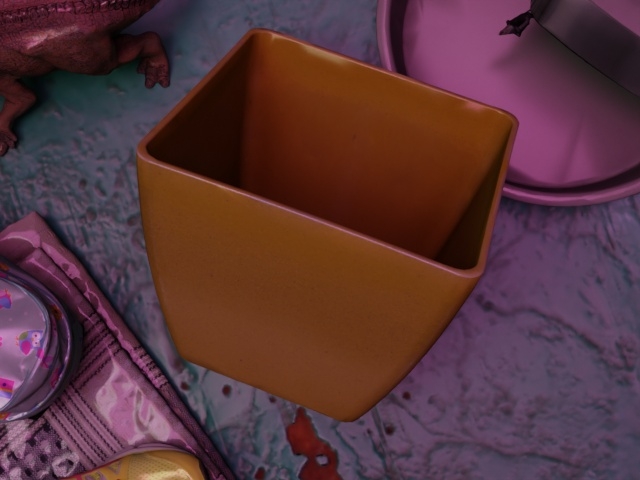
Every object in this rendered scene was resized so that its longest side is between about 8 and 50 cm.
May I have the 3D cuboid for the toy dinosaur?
[{"bbox_3d":[-0.227,-0.164,0.672,0.295,0.200,0.127,-18,86,3],"label":"toy dinosaur"}]

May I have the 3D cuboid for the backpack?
[{"bbox_3d":[-0.274,0.070,0.663,0.182,0.115,0.152,24,85,1],"label":"backpack"}]

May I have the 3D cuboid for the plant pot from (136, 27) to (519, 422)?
[{"bbox_3d":[0.000,0.000,0.632,0.212,0.212,0.187,20,127,6],"label":"plant pot"}]

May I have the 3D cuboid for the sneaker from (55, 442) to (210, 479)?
[{"bbox_3d":[-0.184,0.213,0.661,0.208,0.094,0.081,-18,84,-1],"label":"sneaker"}]

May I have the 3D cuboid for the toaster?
[{"bbox_3d":[0.253,-0.187,0.623,0.168,0.110,0.186,37,90,7],"label":"toaster"}]

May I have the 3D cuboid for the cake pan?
[{"bbox_3d":[0.192,-0.171,0.710,0.293,0.054,0.293,0,87,5],"label":"cake pan"}]

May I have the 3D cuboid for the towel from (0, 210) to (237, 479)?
[{"bbox_3d":[-0.269,0.186,0.730,0.312,0.056,0.324,-39,84,2],"label":"towel"}]
